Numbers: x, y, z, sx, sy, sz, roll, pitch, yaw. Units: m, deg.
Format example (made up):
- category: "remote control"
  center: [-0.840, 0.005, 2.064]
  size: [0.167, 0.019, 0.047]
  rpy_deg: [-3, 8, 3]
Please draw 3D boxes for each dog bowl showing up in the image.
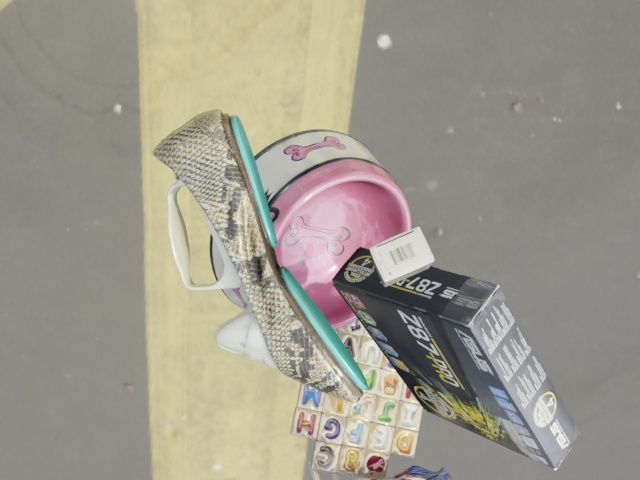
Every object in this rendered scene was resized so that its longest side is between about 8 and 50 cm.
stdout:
- category: "dog bowl"
  center: [0.000, 0.000, 1.843]
  size: [0.408, 0.150, 0.407]
  rpy_deg: [-18, 124, -28]

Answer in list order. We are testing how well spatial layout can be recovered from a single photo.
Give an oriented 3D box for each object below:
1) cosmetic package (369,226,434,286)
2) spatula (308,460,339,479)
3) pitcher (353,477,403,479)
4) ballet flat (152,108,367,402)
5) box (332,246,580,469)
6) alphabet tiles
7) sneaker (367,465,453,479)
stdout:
- category: "cosmetic package"
  center: [0.088, 0.019, 1.044]
  size: [0.060, 0.041, 0.115]
  rpy_deg: [-24, 174, 0]
- category: "spatula"
  center: [0.050, 0.555, 1.965]
  size: [0.168, 0.242, 0.019]
  rpy_deg: [27, 106, -20]
- category: "pitcher"
  center: [0.114, 0.477, 1.723]
  size: [0.178, 0.125, 0.207]
  rpy_deg: [32, 157, -6]
- category: "ballet flat"
  center: [-0.109, 0.048, 1.421]
  size: [0.182, 0.164, 0.482]
  rpy_deg: [-26, 90, 3]
- category: "box"
  center: [0.232, 0.196, 1.623]
  size: [0.097, 0.318, 0.395]
  rpy_deg: [-50, 128, -21]
- category: "alphabet tiles"
  center: [0.090, 0.318, 2.001]
  size: [0.285, 0.342, 0.011]
  rpy_deg: [16, 168, -21]
- category: "sneaker"
  center: [0.175, 0.505, 1.955]
  size: [0.221, 0.087, 0.083]
  rpy_deg: [6, 133, -16]
